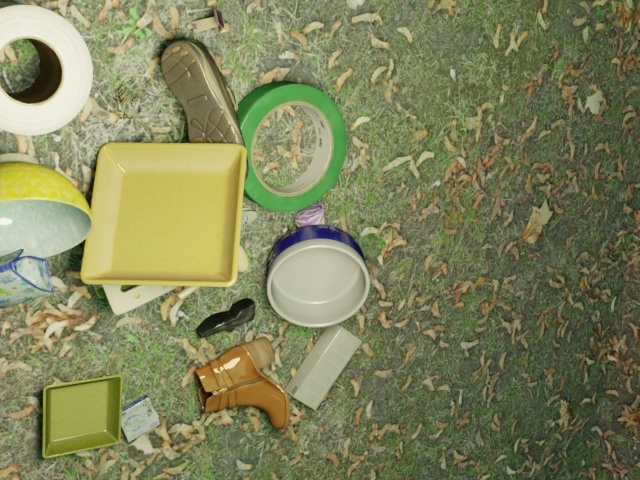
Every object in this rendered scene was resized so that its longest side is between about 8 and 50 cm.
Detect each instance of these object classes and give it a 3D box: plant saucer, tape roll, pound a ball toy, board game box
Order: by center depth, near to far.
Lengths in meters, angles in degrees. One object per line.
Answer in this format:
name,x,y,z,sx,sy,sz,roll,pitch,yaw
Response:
tape roll,-0.591,-0.339,1.570,0.246,0.169,0.246,-12,113,-31
plant saucer,-0.331,-0.048,1.751,0.333,0.081,0.332,1,69,4
pound a ball toy,-0.353,0.045,1.837,0.319,0.208,0.135,-27,119,-24
plant saucer,-0.574,0.411,1.913,0.188,0.045,0.188,-4,108,-34
tape roll,-0.086,-0.235,2.006,0.321,0.077,0.321,-11,111,-31
board game box,-0.461,0.449,2.018,0.090,0.020,0.090,-28,119,-24

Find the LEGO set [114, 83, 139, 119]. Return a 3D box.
LEGO set,-0.435,-0.310,1.780,0.054,0.023,0.083,9,114,-34

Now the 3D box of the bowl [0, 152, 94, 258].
bowl,-0.620,-0.082,1.626,0.289,0.289,0.156,0,63,-34

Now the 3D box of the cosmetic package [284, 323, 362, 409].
cosmetic package,0.008,0.355,2.279,0.099,0.060,0.239,39,83,-35

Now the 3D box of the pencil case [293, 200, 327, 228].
pencil case,0.000,0.000,2.135,0.088,0.086,0.206,-17,123,12

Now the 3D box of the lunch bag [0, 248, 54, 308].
lunch bag,-0.651,0.080,1.656,0.129,0.151,0.096,-20,79,7

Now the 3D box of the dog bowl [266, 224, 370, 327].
dog bowl,-0.009,0.093,2.080,0.265,0.104,0.265,-3,124,-4

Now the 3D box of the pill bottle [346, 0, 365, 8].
pill bottle,0.102,-0.624,2.020,0.083,0.043,0.043,-50,126,-10

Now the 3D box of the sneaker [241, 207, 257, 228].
sneaker,-0.210,-0.041,1.998,0.135,0.058,0.052,-23,117,-27

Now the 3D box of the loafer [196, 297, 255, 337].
loafer,-0.238,0.214,2.066,0.170,0.062,0.061,-25,123,-24

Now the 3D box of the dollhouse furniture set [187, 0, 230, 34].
dollhouse furniture set,-0.266,-0.529,1.825,0.081,0.091,0.114,-11,90,12

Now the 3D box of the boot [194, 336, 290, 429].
boot,-0.205,0.415,2.123,0.220,0.109,0.283,-24,116,-27

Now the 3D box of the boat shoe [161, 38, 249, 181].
boat shoe,-0.236,-0.295,1.829,0.130,0.132,0.355,-51,129,-56
